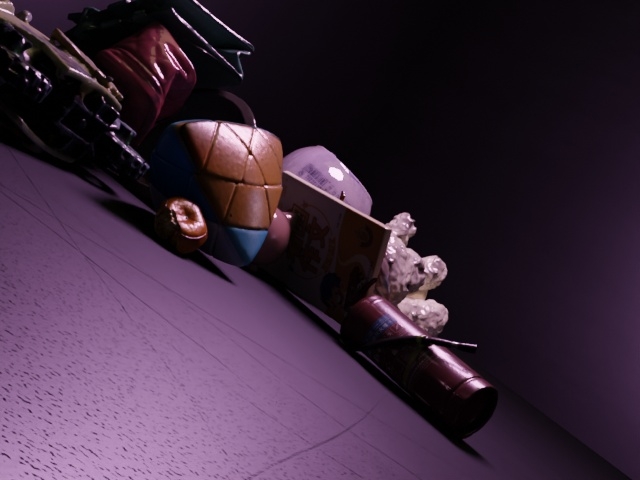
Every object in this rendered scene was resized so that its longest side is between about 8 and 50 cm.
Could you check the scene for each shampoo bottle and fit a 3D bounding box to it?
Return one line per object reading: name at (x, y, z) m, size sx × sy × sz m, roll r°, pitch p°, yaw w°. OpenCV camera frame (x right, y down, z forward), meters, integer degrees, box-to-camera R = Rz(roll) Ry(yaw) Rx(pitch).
shampoo bottle at (-0.033, -0.076, 2.099) m, size 0.273 × 0.266 × 0.273 m, roll 48°, pitch -7°, yaw 7°

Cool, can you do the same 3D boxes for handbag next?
handbag at (-0.307, -0.363, 1.585) m, size 0.326 × 0.089 × 0.238 m, roll 2°, pitch -20°, yaw 40°
handbag at (-0.319, -0.261, 1.461) m, size 0.146 × 0.135 × 0.225 m, roll 49°, pitch -34°, yaw -5°

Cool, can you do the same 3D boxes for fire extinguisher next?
fire extinguisher at (0.138, 0.165, 1.360) m, size 0.105 × 0.141 × 0.341 m, roll 26°, pitch 10°, yaw -48°

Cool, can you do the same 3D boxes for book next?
book at (0.000, 0.016, 1.569) m, size 0.020 × 0.208 × 0.295 m, roll -3°, pitch 25°, yaw -43°

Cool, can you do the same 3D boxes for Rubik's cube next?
Rubik's cube at (-0.172, -0.103, 1.375) m, size 0.254 × 0.254 × 0.254 m, roll 35°, pitch 2°, yaw -1°

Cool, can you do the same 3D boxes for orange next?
orange at (-0.203, -0.021, 1.224) m, size 0.086 × 0.062 × 0.086 m, roll 22°, pitch 47°, yaw -26°

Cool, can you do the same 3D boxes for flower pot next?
flower pot at (-0.232, -0.138, 1.599) m, size 0.269 × 0.269 × 0.166 m, roll 36°, pitch -21°, yaw 32°

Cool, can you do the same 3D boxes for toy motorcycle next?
toy motorcycle at (-0.406, -0.218, 1.245) m, size 0.237 × 0.169 × 0.410 m, roll 43°, pitch -2°, yaw 24°

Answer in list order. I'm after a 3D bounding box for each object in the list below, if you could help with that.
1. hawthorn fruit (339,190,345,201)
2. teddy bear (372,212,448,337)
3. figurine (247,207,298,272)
hawthorn fruit at (0.000, 0.000, 1.746) m, size 0.197 × 0.225 × 0.196 m, roll 28°, pitch -4°, yaw 2°
teddy bear at (0.216, 0.088, 2.024) m, size 0.375 × 0.327 × 0.362 m, roll 9°, pitch -19°, yaw -21°
figurine at (-0.115, -0.016, 1.561) m, size 0.125 × 0.138 × 0.125 m, roll 29°, pitch -1°, yaw 0°
